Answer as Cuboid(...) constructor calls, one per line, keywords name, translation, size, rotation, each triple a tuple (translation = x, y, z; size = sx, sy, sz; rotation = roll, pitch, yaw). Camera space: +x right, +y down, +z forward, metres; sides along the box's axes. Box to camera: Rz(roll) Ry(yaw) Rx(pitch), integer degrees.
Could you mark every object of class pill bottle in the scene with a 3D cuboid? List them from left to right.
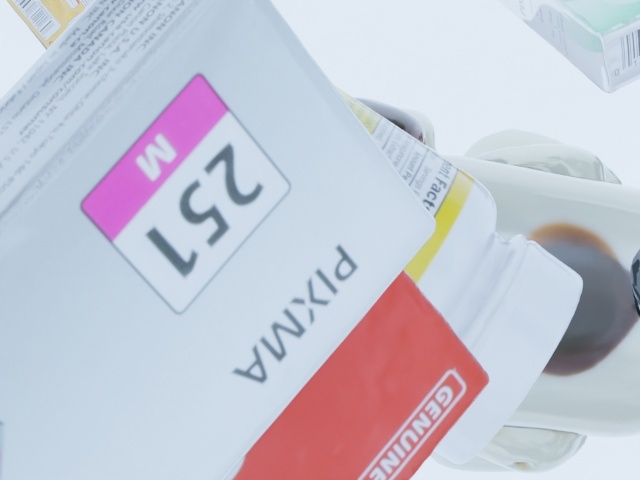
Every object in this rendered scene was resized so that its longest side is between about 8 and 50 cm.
Cuboid(name="pill bottle", translation=(0.000, 0.000, 0.823), size=(0.208, 0.119, 0.119), rotation=(34, 84, -2))

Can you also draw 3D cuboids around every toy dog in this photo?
Cuboid(name="toy dog", translation=(0.082, 0.049, 1.361), size=(0.408, 0.395, 0.285), rotation=(11, 96, -47))

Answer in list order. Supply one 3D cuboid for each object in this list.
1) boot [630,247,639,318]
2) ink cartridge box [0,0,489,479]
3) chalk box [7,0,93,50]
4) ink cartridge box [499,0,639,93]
Cuboid(name="boot", translation=(0.249, 0.041, 0.867), size=(0.137, 0.198, 0.077), rotation=(67, 25, -47))
Cuboid(name="ink cartridge box", translation=(-0.064, 0.085, 0.610), size=(0.275, 0.060, 0.239), rotation=(-49, 127, -13))
Cuboid(name="chalk box", translation=(-0.138, -0.248, 1.484), size=(0.213, 0.132, 0.132), rotation=(-43, 100, -32))
Cuboid(name="ink cartridge box", translation=(0.191, -0.200, 1.214), size=(0.181, 0.225, 0.056), rotation=(-27, 137, -14))
